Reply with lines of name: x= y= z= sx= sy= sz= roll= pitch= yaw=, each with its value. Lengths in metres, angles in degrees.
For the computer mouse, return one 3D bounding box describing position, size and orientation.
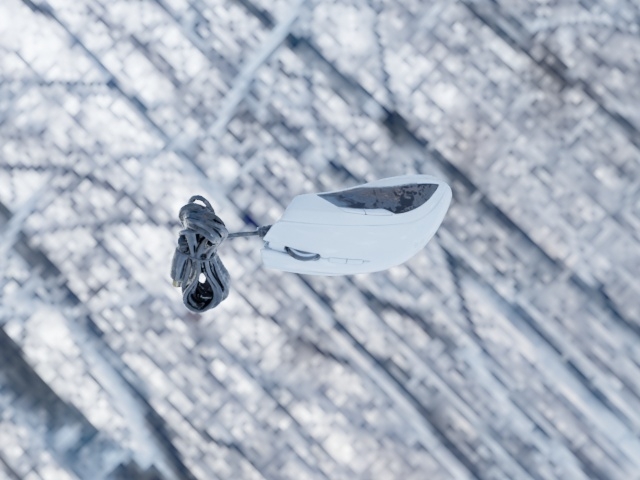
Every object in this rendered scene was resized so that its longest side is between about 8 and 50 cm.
computer mouse: x=0.000 y=0.000 z=1.155 sx=0.193 sy=0.042 sz=0.106 roll=-10 pitch=-33 yaw=-18
